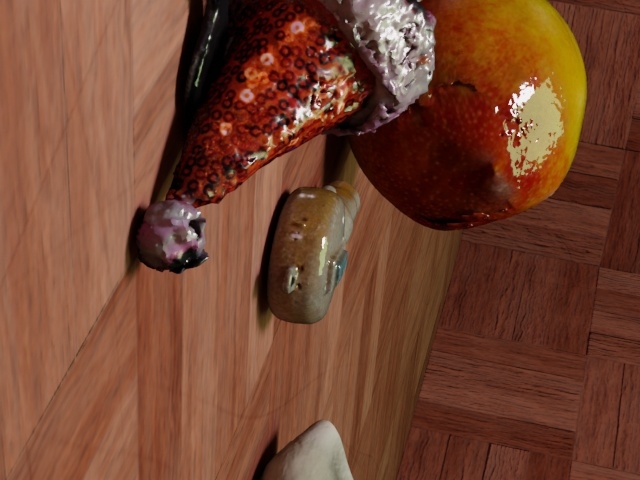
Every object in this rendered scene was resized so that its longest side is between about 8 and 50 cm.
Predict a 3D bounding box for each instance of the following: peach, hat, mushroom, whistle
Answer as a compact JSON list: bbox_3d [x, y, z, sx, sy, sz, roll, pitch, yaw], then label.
[{"bbox_3d":[0.131,-0.124,1.344,0.231,0.231,0.231,11,90,-81],"label":"peach"},{"bbox_3d":[-0.034,-0.066,0.820,0.227,0.129,0.140,-54,-176,-29],"label":"hat"},{"bbox_3d":[-0.026,0.236,1.249,0.225,0.093,0.116,-40,126,-62],"label":"mushroom"},{"bbox_3d":[0.000,0.000,1.194,0.220,0.057,0.107,-61,159,-70],"label":"whistle"}]
